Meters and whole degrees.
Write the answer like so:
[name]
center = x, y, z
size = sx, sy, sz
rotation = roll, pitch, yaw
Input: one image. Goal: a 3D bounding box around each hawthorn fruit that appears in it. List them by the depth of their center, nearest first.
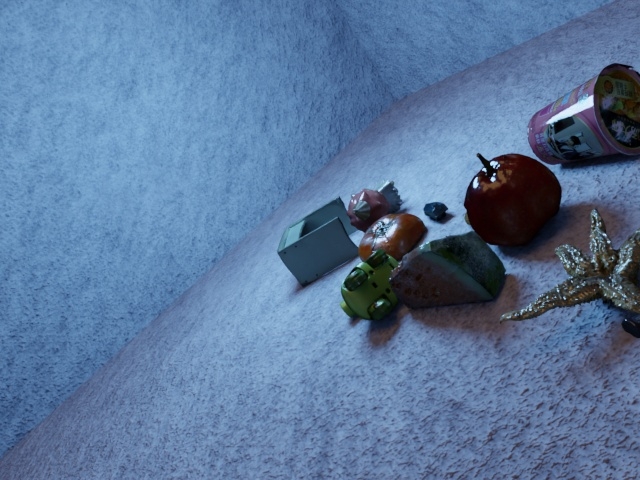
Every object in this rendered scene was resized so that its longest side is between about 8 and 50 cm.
[hawthorn fruit]
center = 0.451, -0.115, 1.265
size = 0.230, 0.266, 0.210
rotation = -36, 35, 9

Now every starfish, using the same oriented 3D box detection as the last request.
[starfish]
center = 0.506, 0.053, 0.973
size = 0.301, 0.084, 0.294
rotation = -13, 30, 36

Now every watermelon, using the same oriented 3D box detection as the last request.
[watermelon]
center = 0.276, 0.081, 1.255
size = 0.256, 0.193, 0.140
rotation = -38, 9, 48

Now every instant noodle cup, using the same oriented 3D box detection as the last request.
[instant noodle cup]
center = 0.701, -0.310, 1.396
size = 0.244, 0.244, 0.255
rotation = -43, 12, -22

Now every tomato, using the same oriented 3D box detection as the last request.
[tomato]
center = 0.221, -0.015, 1.708
size = 0.236, 0.095, 0.237
rotation = -32, 18, 12

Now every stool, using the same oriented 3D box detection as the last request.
[stool]
center = 0.000, 0.000, 1.967
size = 0.269, 0.170, 0.244
rotation = -30, 18, 16

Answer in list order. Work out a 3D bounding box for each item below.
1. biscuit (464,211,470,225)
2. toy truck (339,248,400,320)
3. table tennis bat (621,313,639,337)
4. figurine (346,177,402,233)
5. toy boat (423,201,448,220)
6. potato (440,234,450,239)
[biscuit]
center = 0.483, -0.111, 1.525
size = 0.221, 0.029, 0.142
rotation = -47, 4, -36
[toy truck]
center = 0.142, 0.129, 1.424
size = 0.187, 0.148, 0.210
rotation = -41, -7, -12
[table tennis bat]
center = 0.563, 0.086, 0.790
size = 0.236, 0.027, 0.150
rotation = -23, 33, -8
[figurine]
center = 0.174, -0.121, 1.883
size = 0.387, 0.166, 0.207
rotation = -30, -28, -58
[toy boat]
center = 0.370, -0.098, 1.714
size = 0.055, 0.060, 0.141
rotation = -37, 10, -2
[potato]
center = 0.326, 0.040, 1.399
size = 0.138, 0.070, 0.091
rotation = -37, 16, -4
